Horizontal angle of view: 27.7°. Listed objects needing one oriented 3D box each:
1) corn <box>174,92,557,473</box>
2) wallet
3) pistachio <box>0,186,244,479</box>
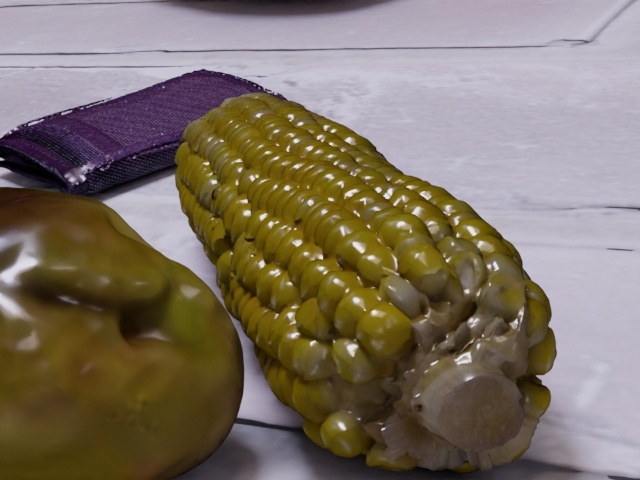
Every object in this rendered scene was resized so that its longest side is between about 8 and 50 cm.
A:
[{"bbox_3d":[0.000,0.000,0.523,0.097,0.097,0.320,-14,21,-12],"label":"corn"},{"bbox_3d":[-0.109,-0.070,0.803,0.166,0.030,0.111,-24,26,-33],"label":"wallet"},{"bbox_3d":[-0.122,0.040,0.455,0.189,0.100,0.110,3,26,26],"label":"pistachio"}]
